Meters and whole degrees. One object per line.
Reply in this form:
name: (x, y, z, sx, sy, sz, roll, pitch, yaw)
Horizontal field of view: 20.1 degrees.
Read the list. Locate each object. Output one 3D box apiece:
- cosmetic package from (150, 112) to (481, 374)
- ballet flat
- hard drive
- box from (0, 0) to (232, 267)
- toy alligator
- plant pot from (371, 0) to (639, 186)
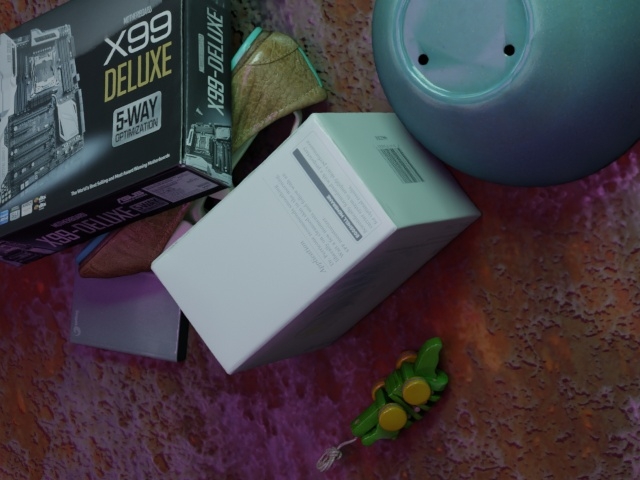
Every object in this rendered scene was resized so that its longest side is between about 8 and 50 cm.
cosmetic package: (0.000, 0.000, 1.723, 0.225, 0.224, 0.138, -41, 77, 22)
ballet flat: (-0.113, -0.059, 1.850, 0.124, 0.116, 0.342, 39, 106, -3)
hard drive: (-0.204, 0.073, 1.936, 0.135, 0.022, 0.094, 8, 98, 24)
box: (-0.223, -0.130, 1.824, 0.307, 0.076, 0.242, -18, 62, 36)
toy alligator: (0.072, 0.173, 1.802, 0.051, 0.056, 0.189, 31, 112, -23)
plant pot: (0.164, -0.190, 1.649, 0.290, 0.195, 0.290, 2, 95, 24)
